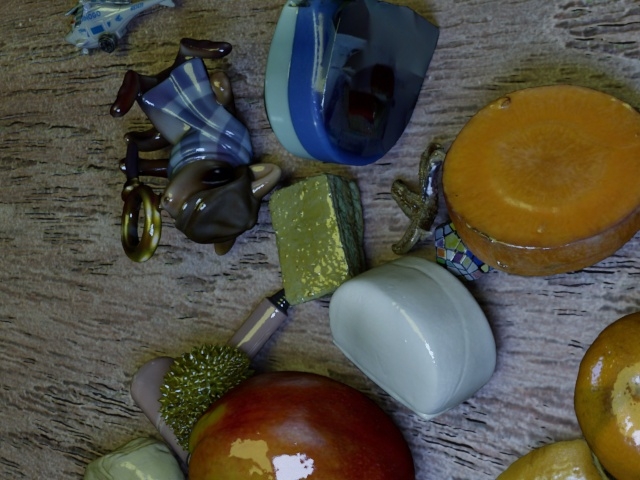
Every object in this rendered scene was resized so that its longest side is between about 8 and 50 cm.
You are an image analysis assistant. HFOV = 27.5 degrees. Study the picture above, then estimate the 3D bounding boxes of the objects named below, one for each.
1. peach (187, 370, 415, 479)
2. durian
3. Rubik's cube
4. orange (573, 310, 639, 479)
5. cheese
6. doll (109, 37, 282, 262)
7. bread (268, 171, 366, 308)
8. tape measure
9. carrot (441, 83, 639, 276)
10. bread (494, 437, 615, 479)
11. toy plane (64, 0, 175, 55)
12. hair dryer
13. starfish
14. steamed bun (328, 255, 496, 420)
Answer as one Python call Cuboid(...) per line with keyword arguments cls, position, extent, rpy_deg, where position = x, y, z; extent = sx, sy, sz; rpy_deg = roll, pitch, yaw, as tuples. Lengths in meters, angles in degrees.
Cuboid(cls="peach", position=(-0.028, 0.338, 1.911), extent=(0.333, 0.308, 0.307), rpy_deg=(3, 83, 5))
Cuboid(cls="durian", position=(-0.195, 0.259, 2.058), extent=(0.147, 0.102, 0.208), rpy_deg=(6, 79, 19))
Cuboid(cls="Rubik's cube", position=(0.214, 0.008, 1.911), extent=(0.111, 0.111, 0.093), rpy_deg=(14, 66, 37))
Cuboid(cls="orange", position=(0.440, 0.207, 1.666), extent=(0.240, 0.171, 0.240), rpy_deg=(-5, 77, 21))
Cuboid(cls="cheese", position=(-0.296, 0.437, 2.164), extent=(0.226, 0.117, 0.213), rpy_deg=(-18, 92, 54))
Cuboid(cls="doll", position=(-0.227, -0.146, 2.188), extent=(0.318, 0.209, 0.339), rpy_deg=(-38, 65, 29))
Cuboid(cls="bread", position=(0.000, 0.000, 2.065), extent=(0.138, 0.102, 0.196), rpy_deg=(-20, 74, 35))
Cuboid(cls="tape measure", position=(0.033, -0.245, 1.992), extent=(0.138, 0.259, 0.262), rpy_deg=(20, 99, 37))
Cuboid(cls="carrot", position=(0.323, -0.086, 1.801), extent=(0.307, 0.100, 0.258), rpy_deg=(-15, 67, 13))
Cuboid(cls="bread", position=(0.341, 0.393, 1.740), extent=(0.174, 0.121, 0.245), rpy_deg=(-34, 62, 29))
Cuboid(cls="toy plane", position=(-0.366, -0.423, 2.428), extent=(0.273, 0.107, 0.182), rpy_deg=(-20, 26, 14))
Cuboid(cls="hair dryer", position=(-0.156, 0.193, 2.166), extent=(0.344, 0.107, 0.189), rpy_deg=(-50, 58, 8))
Cuboid(cls="starfish", position=(0.151, -0.047, 1.941), extent=(0.238, 0.057, 0.213), rpy_deg=(-100, 24, -58))
Cuboid(cls="steamed bun", position=(0.135, 0.124, 1.889), extent=(0.242, 0.146, 0.164), rpy_deg=(38, 136, 35))
